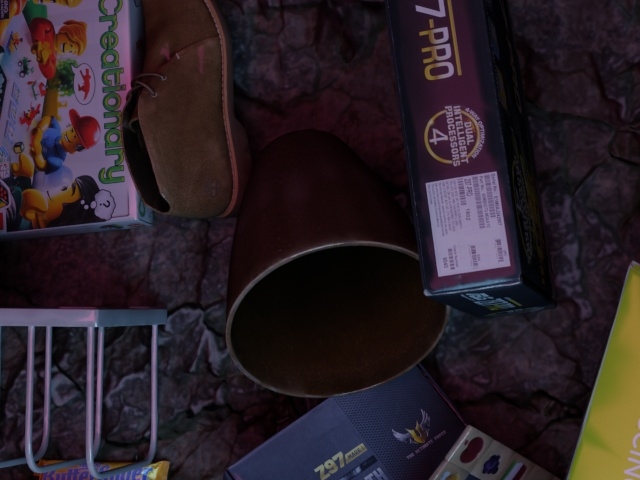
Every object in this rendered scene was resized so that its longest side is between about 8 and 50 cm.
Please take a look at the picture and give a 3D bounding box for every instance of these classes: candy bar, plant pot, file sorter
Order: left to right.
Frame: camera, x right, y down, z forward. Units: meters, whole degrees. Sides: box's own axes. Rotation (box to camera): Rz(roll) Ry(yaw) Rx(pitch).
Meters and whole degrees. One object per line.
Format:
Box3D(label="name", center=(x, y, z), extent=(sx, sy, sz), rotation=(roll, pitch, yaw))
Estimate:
Box3D(label="file sorter", center=(-0.329, 0.154, 1.418), extent=(0.277, 0.193, 0.173), rotation=(0, 87, 14))
Box3D(label="candy bar", center=(-0.242, 0.261, 1.470), extent=(0.161, 0.018, 0.040), rotation=(0, 83, 14))
Box3D(label="plant pot", center=(0.000, 0.000, 1.335), extent=(0.215, 0.215, 0.230), rotation=(-23, 44, 11))

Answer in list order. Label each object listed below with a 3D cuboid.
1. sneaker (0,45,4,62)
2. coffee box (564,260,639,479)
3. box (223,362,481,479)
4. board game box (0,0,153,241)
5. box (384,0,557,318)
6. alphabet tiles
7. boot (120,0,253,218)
Box3D(label="sneaker", center=(-0.377, -0.167, 1.494), extent=(0.043, 0.040, 0.109), rotation=(28, 97, 4))
Box3D(label="coffee box", center=(0.384, 0.234, 1.149), extent=(0.338, 0.334, 0.338), rotation=(17, 88, 15))
Box3D(label="box", center=(0.047, 0.243, 1.324), extent=(0.232, 0.059, 0.183), rotation=(-31, 71, -18))
Box3D(label="board game box", center=(-0.293, -0.160, 1.513), extent=(0.193, 0.053, 0.305), rotation=(-6, 82, 14))
Box3D(label="box", center=(0.139, -0.131, 1.263), extent=(0.097, 0.318, 0.395), rotation=(-9, 80, 12))
Box3D(label="alphabet tiles", center=(0.126, 0.304, 1.288), extent=(0.237, 0.198, 0.009), rotation=(-54, 44, 2))
Box3D(label="boot", center=(-0.161, -0.170, 1.435), extent=(0.112, 0.115, 0.305), rotation=(-29, 71, 54))
